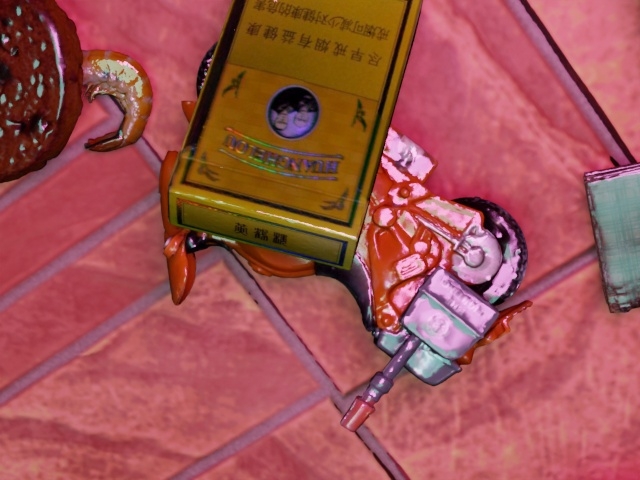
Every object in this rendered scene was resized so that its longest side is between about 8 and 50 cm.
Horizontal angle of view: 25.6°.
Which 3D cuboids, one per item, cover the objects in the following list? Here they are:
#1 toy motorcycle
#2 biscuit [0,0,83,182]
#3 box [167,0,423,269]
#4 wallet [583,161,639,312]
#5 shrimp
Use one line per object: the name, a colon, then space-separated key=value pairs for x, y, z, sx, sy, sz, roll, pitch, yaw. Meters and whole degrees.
toy motorcycle: x=0.000 y=0.000 z=1.114 sx=0.326 sy=0.148 sz=0.221 roll=38 pitch=89 yaw=0
biscuit: x=-0.277 y=-0.139 z=1.137 sx=0.192 sy=0.049 sz=0.192 roll=5 pitch=105 yaw=17
box: x=-0.016 y=-0.099 z=1.043 sx=0.141 sy=0.220 sz=0.064 roll=16 pitch=156 yaw=2
wallet: x=0.328 y=-0.021 z=1.103 sx=0.230 sy=0.042 sz=0.124 roll=-11 pitch=106 yaw=10
shrimp: x=-0.199 y=-0.121 z=1.156 sx=0.127 sy=0.025 sz=0.091 roll=19 pitch=116 yaw=6
